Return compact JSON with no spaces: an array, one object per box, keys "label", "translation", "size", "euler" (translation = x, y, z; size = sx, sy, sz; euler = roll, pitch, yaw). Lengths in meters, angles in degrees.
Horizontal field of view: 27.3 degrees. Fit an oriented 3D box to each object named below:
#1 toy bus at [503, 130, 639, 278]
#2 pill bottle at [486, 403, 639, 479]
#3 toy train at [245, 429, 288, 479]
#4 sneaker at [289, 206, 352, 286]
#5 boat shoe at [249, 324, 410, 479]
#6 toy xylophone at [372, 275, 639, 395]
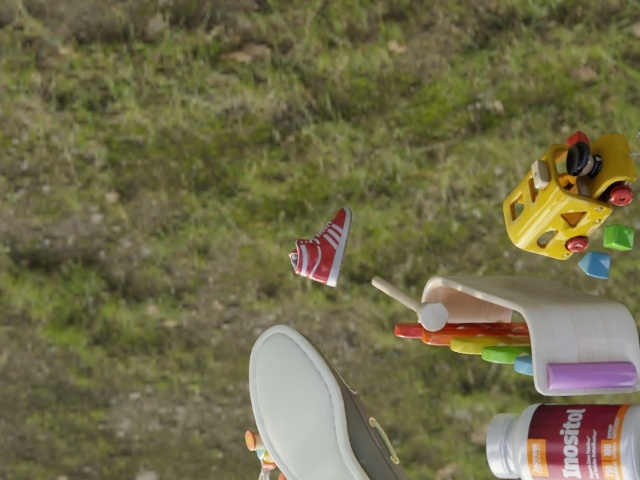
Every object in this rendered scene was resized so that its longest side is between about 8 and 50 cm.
[{"label":"toy bus","translation":[0.309,-0.068,1.635],"size":[0.104,0.191,0.202],"euler":[13,93,-20]},{"label":"pill bottle","translation":[0.243,0.201,1.274],"size":[0.152,0.086,0.086],"euler":[-5,148,32]},{"label":"toy train","translation":[-0.067,0.301,1.755],"size":[0.046,0.125,0.166],"euler":[8,-179,-21]},{"label":"sneaker","translation":[0.000,0.000,1.646],"size":[0.067,0.118,0.042],"euler":[14,142,-1]},{"label":"boat shoe","translation":[0.022,0.227,1.397],"size":[0.109,0.305,0.091],"euler":[-38,158,26]},{"label":"toy xylophone","translation":[0.183,0.089,1.379],"size":[0.236,0.322,0.081],"euler":[2,96,-10]}]
